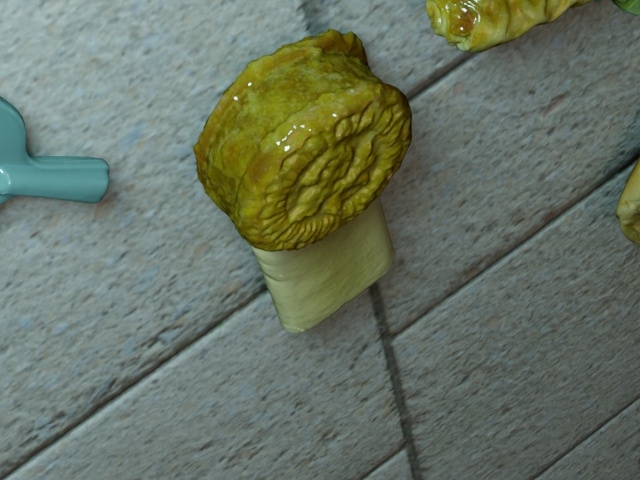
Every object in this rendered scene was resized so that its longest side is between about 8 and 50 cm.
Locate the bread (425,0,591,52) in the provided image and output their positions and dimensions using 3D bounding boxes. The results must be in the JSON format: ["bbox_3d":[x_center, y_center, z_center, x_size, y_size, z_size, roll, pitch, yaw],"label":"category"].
[{"bbox_3d":[0.247,-0.268,1.577,0.367,0.077,0.084,-30,116,-22],"label":"bread"}]

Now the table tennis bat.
[{"bbox_3d":[-0.255,-0.051,1.313,0.237,0.038,0.149,1,129,-45],"label":"table tennis bat"}]

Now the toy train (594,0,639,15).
[{"bbox_3d":[0.297,-0.261,1.689,0.081,0.050,0.122,-45,152,26],"label":"toy train"}]

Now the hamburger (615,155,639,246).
[{"bbox_3d":[0.487,-0.088,2.018,0.284,0.174,0.304,-9,138,-42],"label":"hamburger"}]

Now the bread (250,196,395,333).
[{"bbox_3d":[0.000,0.000,1.662,0.139,0.060,0.178,-36,150,-13],"label":"bread"}]

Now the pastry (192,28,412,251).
[{"bbox_3d":[-0.012,-0.081,1.494,0.188,0.103,0.189,-31,150,-20],"label":"pastry"}]
